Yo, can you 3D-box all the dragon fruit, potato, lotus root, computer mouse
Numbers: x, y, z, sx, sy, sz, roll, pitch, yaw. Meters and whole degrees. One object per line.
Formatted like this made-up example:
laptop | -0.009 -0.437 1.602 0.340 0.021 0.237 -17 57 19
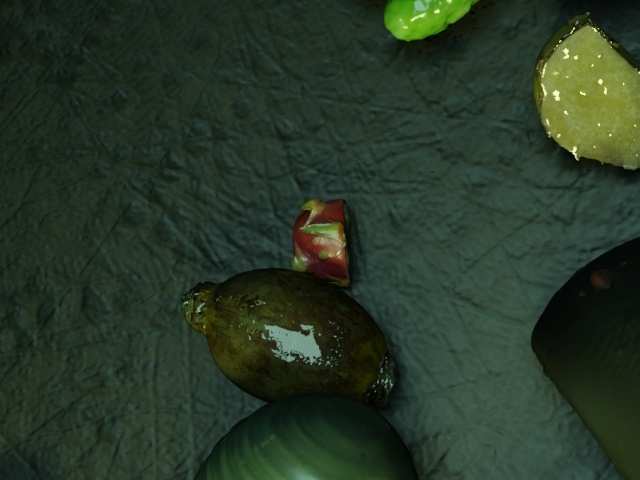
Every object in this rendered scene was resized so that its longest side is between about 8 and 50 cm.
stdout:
dragon fruit | 0.000 0.000 1.146 0.056 0.060 0.083 0 81 9
potato | 0.256 -0.122 1.118 0.172 0.089 0.100 37 111 -14
lotus root | -0.030 0.086 1.108 0.209 0.120 0.120 22 84 10
computer mouse | 0.265 0.085 0.977 0.170 0.269 0.100 -34 119 4

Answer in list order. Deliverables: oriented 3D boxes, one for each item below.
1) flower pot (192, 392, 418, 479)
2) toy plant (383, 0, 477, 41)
flower pot | -0.020 0.234 1.027 0.243 0.189 0.157 -61 39 25
toy plant | 0.151 -0.299 1.138 0.315 0.184 0.224 -8 72 27
